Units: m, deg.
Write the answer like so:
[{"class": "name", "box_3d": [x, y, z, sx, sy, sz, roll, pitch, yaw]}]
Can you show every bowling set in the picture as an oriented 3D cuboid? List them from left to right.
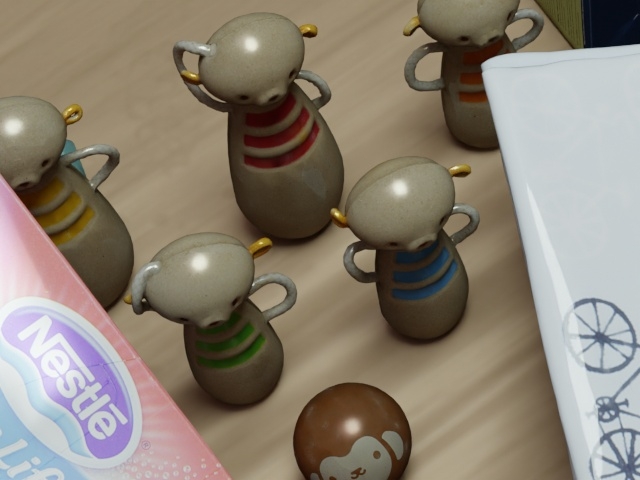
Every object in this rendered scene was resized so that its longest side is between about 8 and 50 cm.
[{"class": "bowling set", "box_3d": [0.000, 0.000, 0.867, 0.287, 0.154, 0.200, -25, 60, -4]}]

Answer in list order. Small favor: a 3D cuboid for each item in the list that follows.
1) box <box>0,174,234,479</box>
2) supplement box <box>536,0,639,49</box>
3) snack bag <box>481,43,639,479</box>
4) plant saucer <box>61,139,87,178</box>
[{"class": "box", "box_3d": [-0.139, 0.091, 0.770, 0.142, 0.154, 0.300, -37, 85, -17]}, {"class": "supplement box", "box_3d": [0.136, -0.148, 0.968, 0.056, 0.083, 0.083, -29, 59, -8]}, {"class": "snack bag", "box_3d": [0.259, 0.046, 0.806, 0.342, 0.037, 0.323, -7, 68, -9]}, {"class": "plant saucer", "box_3d": [-0.206, 0.007, 0.978, 0.192, 0.018, 0.067, -24, 60, -3]}]
